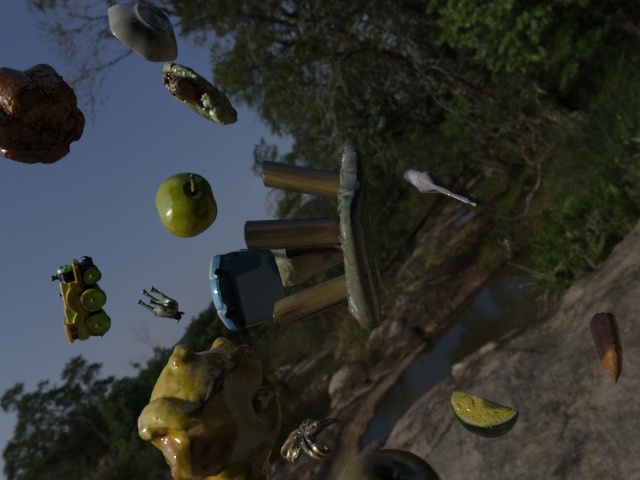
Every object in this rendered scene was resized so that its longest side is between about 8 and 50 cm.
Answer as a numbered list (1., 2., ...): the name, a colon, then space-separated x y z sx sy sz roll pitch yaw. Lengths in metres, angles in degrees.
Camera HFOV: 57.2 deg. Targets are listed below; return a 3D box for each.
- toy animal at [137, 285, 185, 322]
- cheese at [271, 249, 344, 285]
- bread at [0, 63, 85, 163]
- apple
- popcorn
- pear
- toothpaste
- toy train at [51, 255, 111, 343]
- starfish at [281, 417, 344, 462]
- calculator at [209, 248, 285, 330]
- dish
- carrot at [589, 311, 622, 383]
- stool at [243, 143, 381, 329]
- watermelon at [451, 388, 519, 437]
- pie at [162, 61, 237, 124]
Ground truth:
1. toy animal: -0.528 0.228 2.003 0.217 0.176 0.073 -14 49 59
2. cheese: -0.047 0.050 1.568 0.263 0.093 0.159 -22 13 -29
3. bread: -0.642 -0.277 1.292 0.232 0.135 0.246 -58 -20 10
4. apple: 0.160 0.612 1.311 0.256 0.234 0.257 -5 14 1
5. popcorn: -0.225 0.355 1.176 0.281 0.316 0.297 -2 -6 45
6. pear: -0.354 -0.106 1.583 0.166 0.180 0.216 3 -25 -27
7. toothpaste: 0.366 -0.149 1.730 0.099 0.282 0.068 -30 -45 -33
8. toy train: -0.817 0.203 2.007 0.160 0.296 0.100 -11 16 -23
9. starfish: -0.034 0.522 1.546 0.190 0.074 0.146 -27 22 35
10. calculator: -0.154 0.101 1.307 0.051 0.173 0.293 -16 -4 20
11. dish: -0.419 -0.525 1.433 0.066 0.191 0.190 -40 1 33
12. carrot: 0.731 0.278 1.492 0.072 0.072 0.205 -43 17 39
13. stool: 0.000 0.000 1.202 0.226 0.310 0.310 -8 39 10
14. watermelon: 0.406 0.455 1.486 0.181 0.075 0.092 7 43 42
15. pie: -0.375 -0.457 1.829 0.105 0.274 0.257 -52 34 9
